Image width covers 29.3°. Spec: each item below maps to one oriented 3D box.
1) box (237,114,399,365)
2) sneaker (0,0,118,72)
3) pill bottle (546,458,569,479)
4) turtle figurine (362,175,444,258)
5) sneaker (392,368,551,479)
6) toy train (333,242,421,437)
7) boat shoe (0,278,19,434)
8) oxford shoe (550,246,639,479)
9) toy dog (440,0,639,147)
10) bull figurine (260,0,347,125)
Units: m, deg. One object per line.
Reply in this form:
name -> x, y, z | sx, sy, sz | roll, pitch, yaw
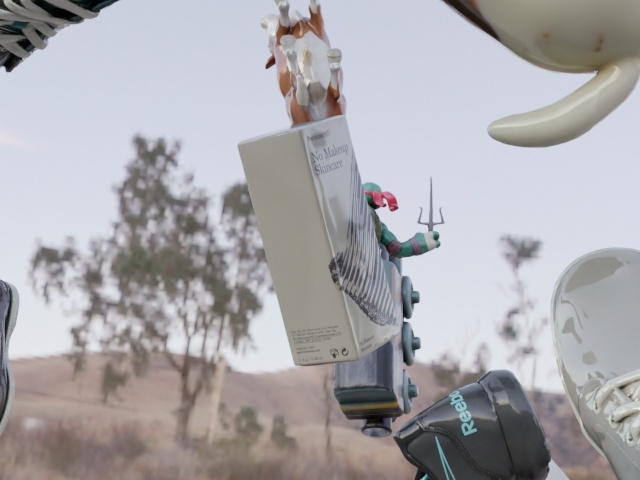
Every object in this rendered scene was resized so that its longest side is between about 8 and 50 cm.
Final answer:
box -> 0.000, 0.000, 1.434 | 0.094, 0.275, 0.113 | -9, 10, 34
sneaker -> -0.232, -0.182, 0.934 | 0.108, 0.121, 0.302 | 21, -11, -42
pill bottle -> 0.149, 0.427, 1.480 | 0.392, 0.224, 0.224 | -36, -20, -4
turtle figurine -> 0.056, 0.009, 1.638 | 0.175, 0.234, 0.118 | 18, 1, 42
sneaker -> 0.125, 0.214, 0.961 | 0.106, 0.101, 0.267 | -20, -56, -6
toy train -> 0.089, 0.155, 2.048 | 0.142, 0.334, 0.190 | -3, -28, 12
boat shoe -> -0.439, 0.151, 1.567 | 0.081, 0.228, 0.068 | -12, -26, 21
oxford shoe -> 0.296, 0.155, 0.982 | 0.169, 0.449, 0.130 | -28, -47, 13
toy dog -> 0.102, -0.299, 1.035 | 0.408, 0.395, 0.284 | 13, 8, 7
bull figurine -> -0.025, -0.275, 1.835 | 0.101, 0.310, 0.188 | -14, -40, -7
